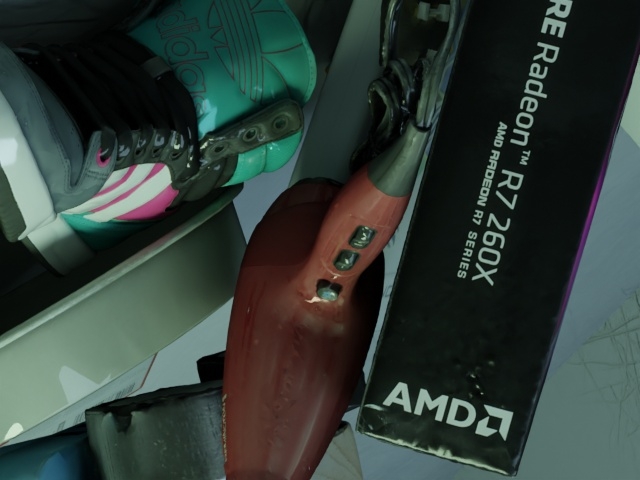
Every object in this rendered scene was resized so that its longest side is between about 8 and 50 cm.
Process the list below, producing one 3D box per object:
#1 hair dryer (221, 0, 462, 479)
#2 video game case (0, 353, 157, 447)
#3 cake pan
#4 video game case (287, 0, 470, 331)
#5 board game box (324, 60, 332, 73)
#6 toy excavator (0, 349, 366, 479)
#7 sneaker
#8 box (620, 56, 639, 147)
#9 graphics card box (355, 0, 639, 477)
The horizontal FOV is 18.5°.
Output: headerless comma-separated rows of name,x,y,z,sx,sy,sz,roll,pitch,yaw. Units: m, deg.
hair dryer,0.000,0.000,0.995,0.223,0.080,0.293,-66,171,-81
video game case,-0.188,0.089,1.436,0.204,0.025,0.285,-30,164,-30
cake pan,-0.160,0.058,1.134,0.293,0.054,0.293,-29,-174,3
video game case,0.078,-0.096,1.233,0.300,0.036,0.329,-6,117,-66
board game box,0.101,-0.159,1.379,0.124,0.039,0.259,-48,166,28
toy excavator,-0.216,0.224,1.215,0.445,0.222,0.433,-12,-178,25
sneaker,-0.091,-0.073,0.970,0.178,0.124,0.295,-33,173,-4
box,0.371,-0.237,1.540,0.345,0.168,0.215,-30,163,-30
graphics card box,0.115,-0.080,1.054,0.233,0.094,0.371,-47,153,-81
